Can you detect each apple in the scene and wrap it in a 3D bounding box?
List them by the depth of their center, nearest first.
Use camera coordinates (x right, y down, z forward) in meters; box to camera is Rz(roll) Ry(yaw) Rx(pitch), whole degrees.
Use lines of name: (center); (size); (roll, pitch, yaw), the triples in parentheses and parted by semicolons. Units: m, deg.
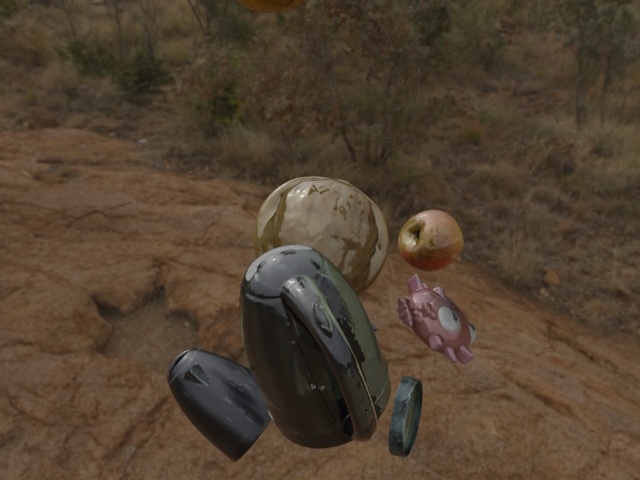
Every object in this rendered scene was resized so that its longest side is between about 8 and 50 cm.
apple: (0.358, 0.000, 1.870); (0.164, 0.209, 0.209); (18, 15, -38)

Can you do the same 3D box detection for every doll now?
doll: (0.247, 0.170, 1.237); (0.262, 0.093, 0.211); (22, 34, -42)

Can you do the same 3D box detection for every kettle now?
kettle: (-0.009, 0.170, 0.938); (0.228, 0.324, 0.321); (-26, 31, -11)
kettle: (-0.272, 0.408, 1.523); (0.290, 0.268, 0.207); (37, 68, 2)

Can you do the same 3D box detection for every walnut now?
walnut: (0.000, 0.000, 1.212); (0.285, 0.285, 0.296); (-1, -6, 4)

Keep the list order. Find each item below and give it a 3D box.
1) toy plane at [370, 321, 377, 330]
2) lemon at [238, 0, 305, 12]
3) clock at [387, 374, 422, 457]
toy plane: (0.109, 0.217, 1.497); (0.083, 0.078, 0.031); (26, 47, -9)
lemon: (-0.097, -0.559, 1.175); (0.188, 0.188, 0.257); (23, 38, 37)
clock: (0.243, 0.497, 1.642); (0.049, 0.226, 0.226); (8, 32, 21)
